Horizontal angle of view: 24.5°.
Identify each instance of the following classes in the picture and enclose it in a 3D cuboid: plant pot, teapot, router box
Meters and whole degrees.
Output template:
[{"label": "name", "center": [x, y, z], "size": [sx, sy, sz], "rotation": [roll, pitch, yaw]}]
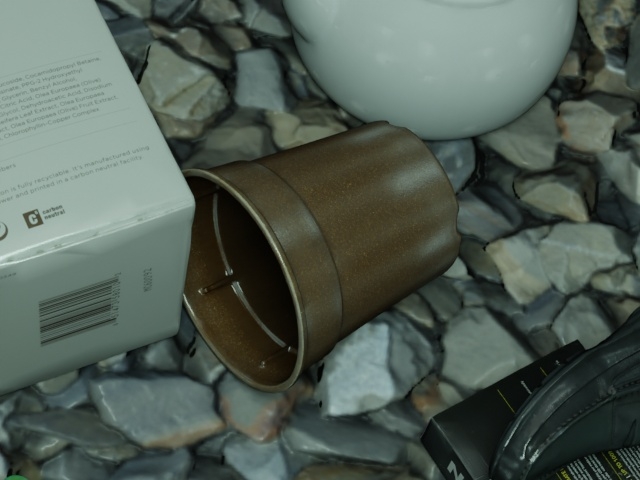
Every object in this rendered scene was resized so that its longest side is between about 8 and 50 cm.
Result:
[{"label": "plant pot", "center": [0.000, 0.000, 1.049], "size": [0.165, 0.167, 0.167], "rotation": [-25, 66, -31]}, {"label": "teapot", "center": [0.102, -0.217, 1.167], "size": [0.252, 0.187, 0.256], "rotation": [27, 59, 7]}, {"label": "router box", "center": [0.174, 0.174, 1.031], "size": [0.133, 0.046, 0.179], "rotation": [-24, 66, -21]}]

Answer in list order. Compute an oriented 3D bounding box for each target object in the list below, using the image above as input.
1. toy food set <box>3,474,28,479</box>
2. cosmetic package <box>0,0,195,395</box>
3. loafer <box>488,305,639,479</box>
[{"label": "toy food set", "center": [-0.214, 0.197, 0.970], "size": [0.083, 0.020, 0.082], "rotation": [-27, 67, -22]}, {"label": "cosmetic package", "center": [-0.233, -0.102, 1.042], "size": [0.155, 0.197, 0.365], "rotation": [-19, 66, -19]}, {"label": "loafer", "center": [0.206, 0.107, 1.002], "size": [0.223, 0.076, 0.078], "rotation": [-32, 61, -29]}]
